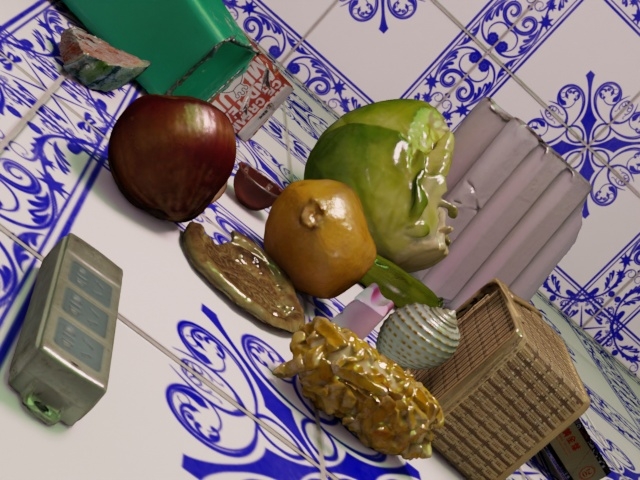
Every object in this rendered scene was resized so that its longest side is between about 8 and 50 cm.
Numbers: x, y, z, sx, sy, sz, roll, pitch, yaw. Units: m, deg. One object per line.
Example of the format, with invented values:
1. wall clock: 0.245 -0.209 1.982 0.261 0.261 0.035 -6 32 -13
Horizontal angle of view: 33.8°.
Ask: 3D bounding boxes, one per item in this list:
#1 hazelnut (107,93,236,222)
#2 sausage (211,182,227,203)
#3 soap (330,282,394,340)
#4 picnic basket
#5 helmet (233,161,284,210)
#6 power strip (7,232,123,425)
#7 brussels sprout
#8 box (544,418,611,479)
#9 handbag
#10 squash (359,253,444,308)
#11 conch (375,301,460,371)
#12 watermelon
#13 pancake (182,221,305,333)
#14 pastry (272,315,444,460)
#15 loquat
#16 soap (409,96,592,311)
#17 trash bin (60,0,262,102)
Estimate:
1. hazelnut: -0.198 -0.110 1.444 0.178 0.178 0.204 45 -18 7
2. sausage: -0.205 -0.154 1.713 0.093 0.093 0.312 38 14 -22
3. soap: 0.063 0.117 1.626 0.056 0.100 0.149 44 12 6
4. picnic basket: 0.257 0.208 1.647 0.175 0.228 0.313 44 13 -8
5. helmet: -0.113 -0.081 1.831 0.111 0.057 0.089 34 12 -18
6. power strip: -0.230 0.075 0.975 0.078 0.052 0.272 39 13 -20
7. brussels sprout: 0.128 -0.110 2.151 0.276 0.315 0.371 70 8 -63
8. box: 0.404 0.297 1.939 0.310 0.084 0.198 55 4 -30
9. handbag: -0.203 -0.361 2.240 0.298 0.171 0.151 49 10 7
10. squash: 0.147 0.087 2.048 0.318 0.071 0.080 29 38 -38
11. conch: 0.142 0.146 1.595 0.135 0.153 0.102 -4 77 -64
12. watermelon: -0.372 -0.296 1.734 0.139 0.071 0.187 40 20 16
13. pancake: -0.103 0.053 1.496 0.212 0.029 0.235 49 15 18
14. pastry: 0.055 0.193 1.349 0.250 0.102 0.154 36 16 -38
15. loquat: 0.000 0.000 1.660 0.234 0.176 0.187 66 23 -76
16. soap: 0.371 -0.048 2.360 0.350 0.435 0.213 31 12 -31
17. trash bin: -0.302 -0.453 1.984 0.381 0.295 0.259 51 14 8
